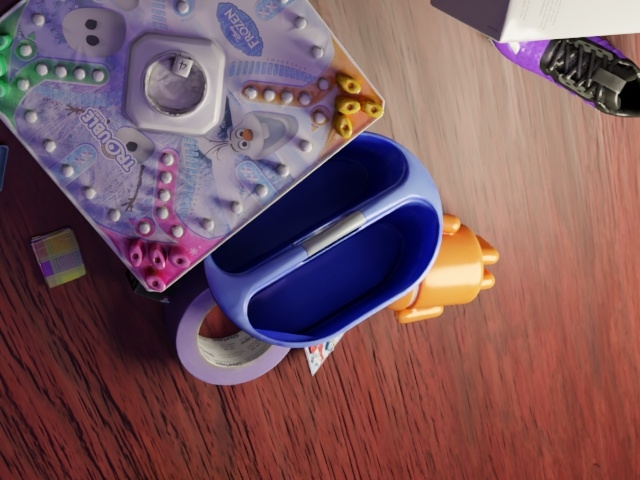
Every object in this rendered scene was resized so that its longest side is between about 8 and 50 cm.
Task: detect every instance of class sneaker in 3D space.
[{"bbox_3d":[0.378,-0.255,1.792,0.293,0.146,0.102,20,109,-32],"label":"sneaker"}]

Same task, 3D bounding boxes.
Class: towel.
[{"bbox_3d":[-0.359,0.022,1.716,0.060,0.009,0.083,-21,126,-12],"label":"towel"}]

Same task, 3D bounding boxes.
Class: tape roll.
[{"bbox_3d":[-0.131,0.112,1.829,0.189,0.080,0.189,-11,123,-17],"label":"tape roll"}]

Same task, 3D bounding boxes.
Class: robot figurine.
[{"bbox_3d":[0.157,0.038,1.883,0.219,0.128,0.158,-5,155,-22],"label":"robot figurine"}]

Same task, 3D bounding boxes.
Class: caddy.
[{"bbox_3d":[0.000,0.000,1.691,0.341,0.179,0.241,-31,91,-15],"label":"caddy"}]

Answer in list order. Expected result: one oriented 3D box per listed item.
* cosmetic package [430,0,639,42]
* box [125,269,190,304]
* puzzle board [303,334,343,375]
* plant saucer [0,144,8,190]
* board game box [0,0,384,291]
[{"bbox_3d":[0.346,-0.381,1.654,0.365,0.155,0.197,-9,123,-35],"label":"cosmetic package"},{"bbox_3d":[-0.224,0.037,1.758,0.062,0.052,0.083,24,108,-32],"label":"box"},{"bbox_3d":[0.006,0.137,1.896,0.096,0.011,0.128,-51,151,-26],"label":"puzzle board"},{"bbox_3d":[-0.495,-0.100,1.577,0.192,0.018,0.067,4,117,-25],"label":"plant saucer"},{"bbox_3d":[-0.179,-0.192,1.545,0.390,0.050,0.390,-39,103,1],"label":"board game box"}]
